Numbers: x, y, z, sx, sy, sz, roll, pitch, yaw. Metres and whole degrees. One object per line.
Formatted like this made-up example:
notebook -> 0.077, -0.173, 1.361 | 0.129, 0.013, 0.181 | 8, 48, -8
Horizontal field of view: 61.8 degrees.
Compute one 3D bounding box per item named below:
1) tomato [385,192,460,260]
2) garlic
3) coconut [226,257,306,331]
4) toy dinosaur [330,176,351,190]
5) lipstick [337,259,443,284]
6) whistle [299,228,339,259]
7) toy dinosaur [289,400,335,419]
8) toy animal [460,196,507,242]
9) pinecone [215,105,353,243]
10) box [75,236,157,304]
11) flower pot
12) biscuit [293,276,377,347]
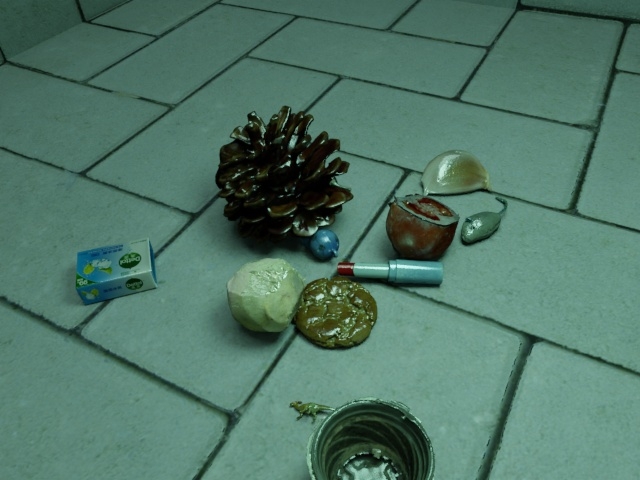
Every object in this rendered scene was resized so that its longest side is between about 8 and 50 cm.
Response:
tomato -> 0.265, -0.024, 1.445 | 0.180, 0.155, 0.214 | 31, 25, 33
garlic -> 0.389, -0.205, 1.688 | 0.266, 0.129, 0.149 | -17, 33, 1
coconut -> -0.137, 0.133, 1.294 | 0.194, 0.195, 0.195 | -2, 44, 2
toy dinosaur -> 0.023, -0.201, 1.734 | 0.058, 0.037, 0.180 | -12, 47, -44
lipstick -> 0.180, 0.080, 1.405 | 0.273, 0.068, 0.061 | 2, 85, 2
whistle -> 0.000, 0.000, 1.490 | 0.090, 0.090, 0.158 | -28, 50, -24
toy dinosaur -> -0.016, 0.366, 1.149 | 0.113, 0.026, 0.041 | 3, 27, 19
toy animal -> 0.490, -0.069, 1.549 | 0.079, 0.070, 0.252 | 42, 55, 18
pinecone -> -0.106, -0.188, 1.495 | 0.397, 0.398, 0.398 | -2, 44, 2
box -> -0.550, 0.080, 1.446 | 0.194, 0.073, 0.139 | -13, 44, -11
flower pot -> 0.093, 0.427, 1.000 | 0.235, 0.141, 0.236 | 0, 43, 0
biscuit -> 0.036, 0.173, 1.339 | 0.225, 0.042, 0.226 | -2, 43, 2
